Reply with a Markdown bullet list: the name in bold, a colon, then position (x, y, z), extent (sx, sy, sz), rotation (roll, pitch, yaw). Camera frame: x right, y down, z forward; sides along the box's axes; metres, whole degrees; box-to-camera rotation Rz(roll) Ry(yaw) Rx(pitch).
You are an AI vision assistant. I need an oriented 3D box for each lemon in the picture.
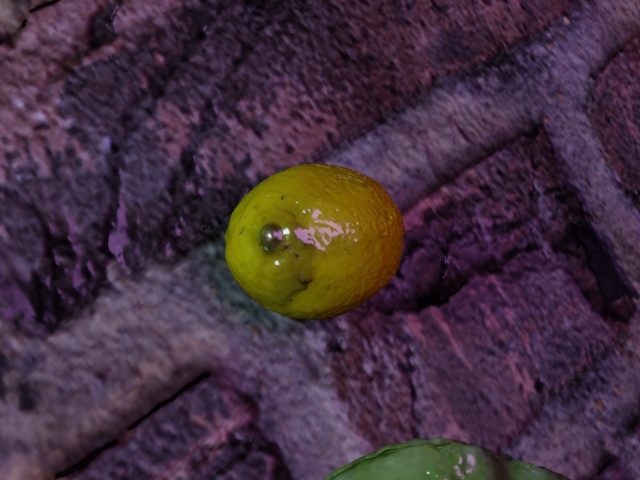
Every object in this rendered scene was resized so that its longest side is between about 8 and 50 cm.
- **lemon**: position (0.000, 0.000, 0.798), extent (0.111, 0.082, 0.082), rotation (-10, 77, -47)

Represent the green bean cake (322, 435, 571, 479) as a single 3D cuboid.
- **green bean cake**: position (0.041, 0.192, 0.626), extent (0.222, 0.248, 0.124), rotation (25, 42, -35)
